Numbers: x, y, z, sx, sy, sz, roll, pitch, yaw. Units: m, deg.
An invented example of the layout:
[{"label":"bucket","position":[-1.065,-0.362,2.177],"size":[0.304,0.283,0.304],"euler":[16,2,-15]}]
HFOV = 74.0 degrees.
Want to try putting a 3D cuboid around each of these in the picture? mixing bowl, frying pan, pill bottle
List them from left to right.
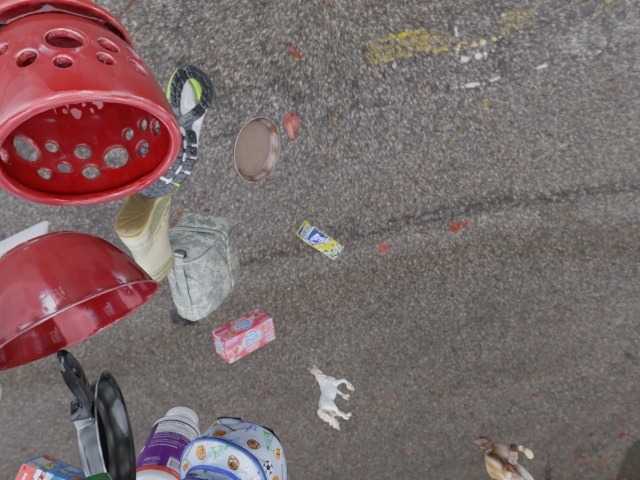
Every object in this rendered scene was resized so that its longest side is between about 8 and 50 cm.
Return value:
[{"label":"mixing bowl","position":[-0.287,0.053,0.471],"size":[0.181,0.181,0.098],"euler":[-35,82,21]},{"label":"frying pan","position":[-0.308,0.275,0.586],"size":[0.053,0.197,0.326],"euler":[-14,161,-16]},{"label":"pill bottle","position":[-0.521,0.736,1.453],"size":[0.181,0.323,0.182],"euler":[0,112,-1]}]

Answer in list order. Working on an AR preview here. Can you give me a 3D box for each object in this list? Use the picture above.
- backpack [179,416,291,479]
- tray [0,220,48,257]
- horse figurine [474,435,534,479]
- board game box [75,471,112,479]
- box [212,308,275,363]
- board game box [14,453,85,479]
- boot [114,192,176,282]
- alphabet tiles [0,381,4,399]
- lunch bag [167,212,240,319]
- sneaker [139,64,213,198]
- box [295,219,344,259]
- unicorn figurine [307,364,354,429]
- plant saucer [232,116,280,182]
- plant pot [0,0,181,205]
[{"label":"backpack","position":[-0.195,0.536,0.920],"size":[0.276,0.213,0.263],"euler":[0,89,16]},{"label":"tray","position":[-0.684,0.068,0.880],"size":[0.030,0.270,0.145],"euler":[39,130,3]},{"label":"horse figurine","position":[0.378,0.460,0.794],"size":[0.066,0.174,0.263],"euler":[-35,81,-17]},{"label":"board game box","position":[-0.161,0.391,0.346],"size":[0.046,0.317,0.214],"euler":[11,103,-52]},{"label":"box","position":[-0.350,0.435,1.957],"size":[0.256,0.128,0.123],"euler":[-22,118,-36]},{"label":"board game box","position":[-0.598,0.710,0.975],"size":[0.301,0.308,0.086],"euler":[17,165,5]},{"label":"boot","position":[-0.413,-0.037,1.068],"size":[0.095,0.262,0.203],"euler":[0,134,0]},{"label":"alphabet tiles","position":[-0.377,0.175,0.244],"size":[0.285,0.011,0.343],"euler":[14,100,-29]},{"label":"lunch bag","position":[-0.410,0.087,1.430],"size":[0.212,0.256,0.305],"euler":[7,129,5]},{"label":"sneaker","position":[-0.317,-0.221,0.910],"size":[0.111,0.300,0.121],"euler":[27,159,-28]},{"label":"box","position":[0.000,0.000,1.424],"size":[0.169,0.054,0.059],"euler":[33,95,-41]},{"label":"unicorn figurine","position":[0.024,0.369,1.037],"size":[0.111,0.162,0.060],"euler":[26,113,-10]},{"label":"plant saucer","position":[-0.168,-0.234,1.092],"size":[0.029,0.168,0.168],"euler":[20,131,30]},{"label":"plant pot","position":[-0.275,-0.159,0.476],"size":[0.191,0.174,0.191],"euler":[-22,164,-7]}]
